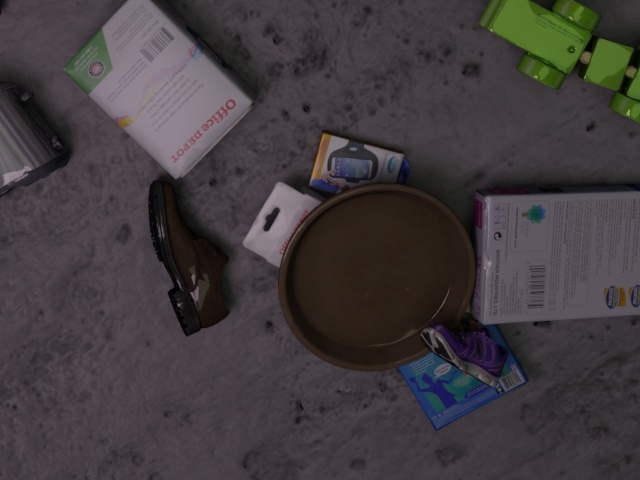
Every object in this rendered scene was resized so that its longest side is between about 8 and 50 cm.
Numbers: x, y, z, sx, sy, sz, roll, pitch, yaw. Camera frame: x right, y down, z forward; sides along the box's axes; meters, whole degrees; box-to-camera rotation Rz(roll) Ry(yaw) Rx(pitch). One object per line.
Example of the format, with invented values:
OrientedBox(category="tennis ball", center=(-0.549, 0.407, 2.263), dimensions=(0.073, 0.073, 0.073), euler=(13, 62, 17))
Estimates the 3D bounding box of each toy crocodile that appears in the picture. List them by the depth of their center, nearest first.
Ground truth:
OrientedBox(category="toy crocodile", center=(0.375, -0.244, 1.396), dimensions=(0.340, 0.105, 0.115), euler=(23, 105, -2))

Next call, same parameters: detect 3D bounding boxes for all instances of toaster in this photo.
OrientedBox(category="toaster", center=(-0.470, -0.117, 1.409), dimensions=(0.227, 0.129, 0.146), euler=(-28, 100, 9))

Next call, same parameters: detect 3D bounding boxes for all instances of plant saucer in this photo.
OrientedBox(category="plant saucer", center=(0.077, 0.049, 1.431), dimensions=(0.277, 0.041, 0.278), euler=(-3, 109, -9))

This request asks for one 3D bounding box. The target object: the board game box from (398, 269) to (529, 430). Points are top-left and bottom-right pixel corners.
OrientedBox(category="board game box", center=(0.187, 0.154, 1.525), dimensions=(0.160, 0.047, 0.210), euler=(-29, 104, 7))

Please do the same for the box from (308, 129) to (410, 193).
OrientedBox(category="box", center=(0.057, -0.099, 1.465), dimensions=(0.136, 0.028, 0.081), euler=(15, 105, -2))

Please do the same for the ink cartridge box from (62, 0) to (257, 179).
OrientedBox(category="ink cartridge box", center=(-0.211, -0.212, 1.399), dimensions=(0.154, 0.093, 0.212), euler=(-43, 100, 12))

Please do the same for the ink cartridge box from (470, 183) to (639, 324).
OrientedBox(category="ink cartridge box", center=(0.369, 0.016, 1.463), dimensions=(0.311, 0.065, 0.186), euler=(-2, 104, -8))

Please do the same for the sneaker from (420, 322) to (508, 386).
OrientedBox(category="sneaker", center=(0.204, 0.146, 1.449), dimensions=(0.170, 0.068, 0.071), euler=(31, 89, -44))

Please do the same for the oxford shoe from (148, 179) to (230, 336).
OrientedBox(category="oxford shoe", center=(-0.186, 0.015, 1.479), dimensions=(0.096, 0.083, 0.227), euler=(-20, 106, -14))

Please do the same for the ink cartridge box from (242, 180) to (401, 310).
OrientedBox(category="ink cartridge box", center=(0.000, 0.000, 1.472), dimensions=(0.198, 0.067, 0.115), euler=(29, 103, -9))
